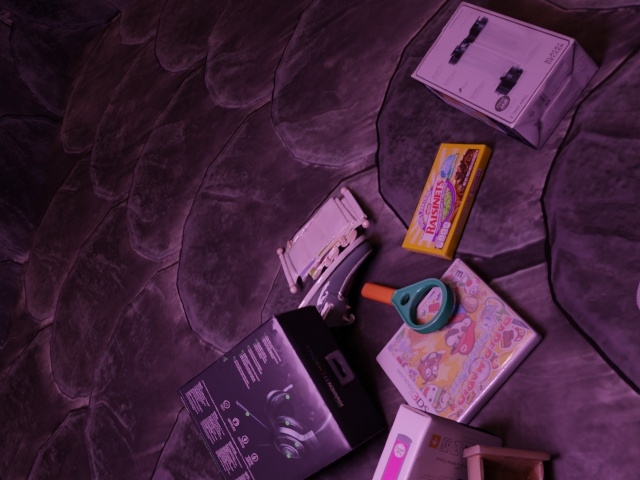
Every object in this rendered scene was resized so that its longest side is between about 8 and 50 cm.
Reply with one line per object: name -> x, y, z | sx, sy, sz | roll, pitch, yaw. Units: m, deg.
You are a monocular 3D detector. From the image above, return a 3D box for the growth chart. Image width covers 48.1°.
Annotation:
growth chart -> 0.000, 0.000, 1.446 | 0.237, 0.021, 0.172 | -44, 36, 22

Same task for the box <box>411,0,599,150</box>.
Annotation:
box -> 0.306, -0.291, 1.233 | 0.169, 0.087, 0.290 | -56, 40, 8

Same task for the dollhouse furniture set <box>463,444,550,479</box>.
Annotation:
dollhouse furniture set -> 0.275, 0.312, 0.833 | 0.242, 0.212, 0.161 | 129, 147, -59

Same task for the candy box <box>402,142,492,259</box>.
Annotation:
candy box -> 0.220, -0.072, 1.253 | 0.105, 0.027, 0.206 | 11, 78, 54

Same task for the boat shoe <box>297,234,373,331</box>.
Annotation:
boat shoe -> 0.012, 0.136, 1.337 | 0.099, 0.116, 0.319 | 36, 91, 8

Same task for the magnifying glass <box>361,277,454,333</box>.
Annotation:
magnifying glass -> 0.141, 0.100, 1.214 | 0.231, 0.026, 0.092 | 9, 71, 62

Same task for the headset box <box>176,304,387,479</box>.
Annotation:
headset box -> -0.064, 0.279, 1.209 | 0.283, 0.131, 0.246 | -40, 73, 27

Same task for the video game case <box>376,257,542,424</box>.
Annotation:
video game case -> 0.207, 0.170, 1.129 | 0.227, 0.026, 0.206 | -53, 40, 12

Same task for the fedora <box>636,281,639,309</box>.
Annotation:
fedora -> 0.452, 0.080, 0.786 | 0.275, 0.124, 0.243 | 39, 117, 53

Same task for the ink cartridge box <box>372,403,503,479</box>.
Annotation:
ink cartridge box -> 0.118, 0.419, 0.967 | 0.069, 0.176, 0.371 | 11, 78, 51
